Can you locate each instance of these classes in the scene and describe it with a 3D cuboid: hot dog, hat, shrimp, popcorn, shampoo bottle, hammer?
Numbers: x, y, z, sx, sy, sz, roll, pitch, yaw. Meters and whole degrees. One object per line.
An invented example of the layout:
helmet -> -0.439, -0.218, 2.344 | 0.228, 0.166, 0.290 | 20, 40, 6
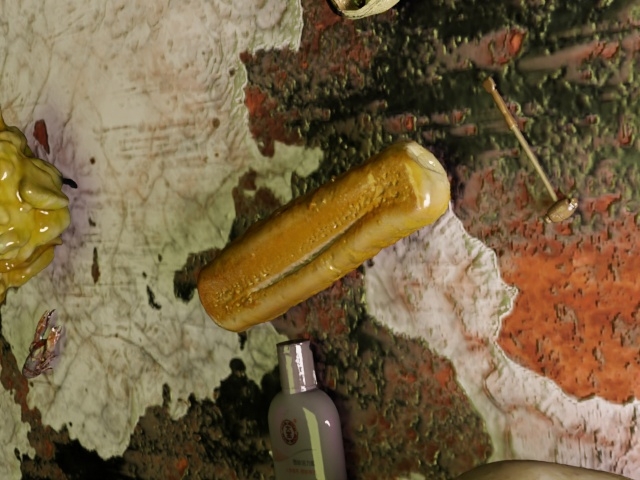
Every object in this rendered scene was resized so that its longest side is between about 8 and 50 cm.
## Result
hot dog -> -0.002, 0.002, 0.948 | 0.286, 0.061, 0.088 | -25, 82, 43
hat -> 0.036, -0.211, 0.880 | 0.076, 0.059, 0.077 | -35, 76, 26
shrimp -> -0.317, 0.125, 1.312 | 0.038, 0.029, 0.092 | 36, 117, 37
popcorn -> -0.359, -0.043, 1.237 | 0.169, 0.218, 0.189 | -39, 82, -5
shampoo bottle -> -0.013, 0.170, 1.001 | 0.080, 0.040, 0.165 | -4, 94, 47
hammer -> 0.147, -0.067, 0.822 | 0.029, 0.014, 0.123 | -38, 66, 32

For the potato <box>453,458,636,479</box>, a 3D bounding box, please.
potato -> 0.180, 0.290, 0.696 | 0.243, 0.221, 0.326 | -40, 58, 30
